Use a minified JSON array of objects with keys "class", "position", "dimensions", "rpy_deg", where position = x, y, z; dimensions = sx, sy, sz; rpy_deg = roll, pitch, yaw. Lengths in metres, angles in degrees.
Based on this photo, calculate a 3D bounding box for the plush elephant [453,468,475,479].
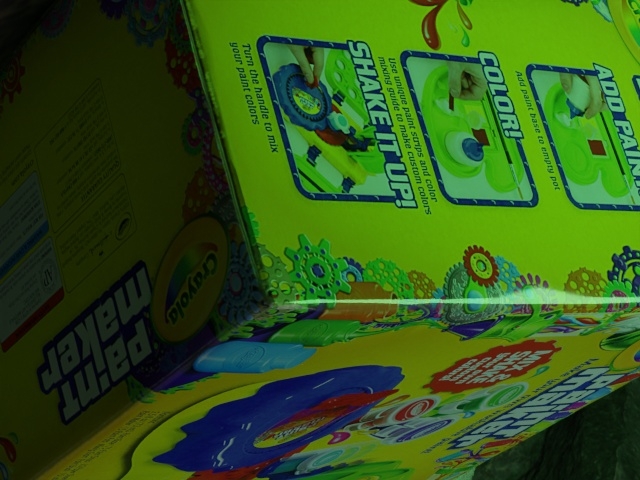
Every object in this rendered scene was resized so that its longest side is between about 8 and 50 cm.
[{"class":"plush elephant","position":[-0.104,0.145,1.237],"dimensions":[0.272,0.255,0.330],"rpy_deg":[-25,-179,39]}]

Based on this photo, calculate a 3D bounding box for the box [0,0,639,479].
[{"class":"box","position":[-0.011,0.009,0.781],"dimensions":[0.279,0.177,0.290],"rpy_deg":[0,154,-37]}]
